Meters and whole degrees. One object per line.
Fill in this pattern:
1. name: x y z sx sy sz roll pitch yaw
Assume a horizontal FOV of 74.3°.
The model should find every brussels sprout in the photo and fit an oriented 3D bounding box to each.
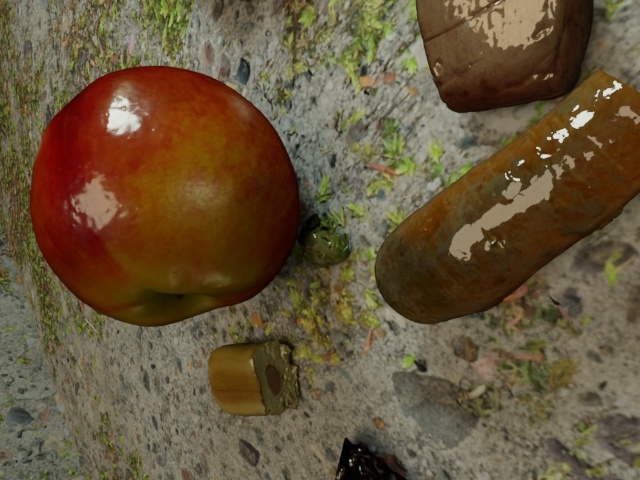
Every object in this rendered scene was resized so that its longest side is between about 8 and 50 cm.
1. brussels sprout: 0.000 0.000 0.640 0.085 0.058 0.085 -11 73 39

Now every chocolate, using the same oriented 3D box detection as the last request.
1. chocolate: 0.078 0.379 0.601 0.133 0.156 0.156 14 109 11

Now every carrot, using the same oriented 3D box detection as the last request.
1. carrot: 0.179 -0.021 0.423 0.138 0.139 0.302 55 128 21

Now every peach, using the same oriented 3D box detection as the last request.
1. peach: -0.212 -0.071 0.621 0.389 0.388 0.387 8 103 41

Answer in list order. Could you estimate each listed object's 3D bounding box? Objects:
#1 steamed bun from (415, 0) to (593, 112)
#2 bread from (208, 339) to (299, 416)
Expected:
1. steamed bun: 0.180 -0.218 0.410 0.145 0.106 0.175 -1 107 42
2. bread: -0.125 0.249 0.772 0.173 0.085 0.134 -13 92 41
